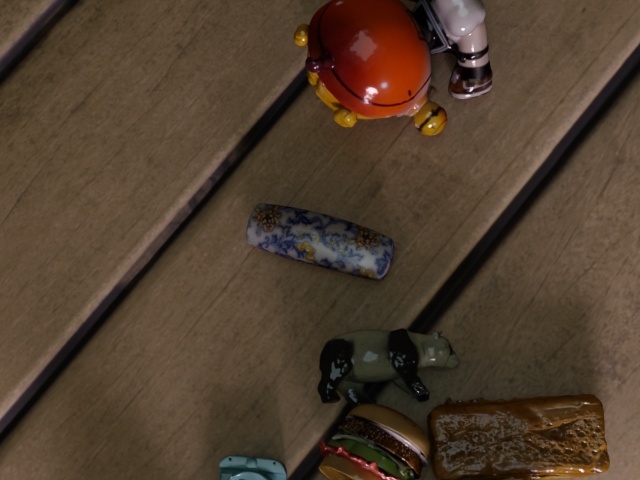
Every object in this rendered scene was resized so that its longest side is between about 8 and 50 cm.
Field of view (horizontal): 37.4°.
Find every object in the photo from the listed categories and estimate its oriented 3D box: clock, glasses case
[{"bbox_3d":[-0.112,0.414,1.484,0.108,0.045,0.147,3,72,8],"label":"clock"},{"bbox_3d":[0.000,0.000,1.566,0.248,0.065,0.087,14,76,9],"label":"glasses case"}]

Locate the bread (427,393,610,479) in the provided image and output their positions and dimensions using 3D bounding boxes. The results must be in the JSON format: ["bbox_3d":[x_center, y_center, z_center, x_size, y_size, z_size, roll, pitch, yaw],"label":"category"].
[{"bbox_3d":[0.302,0.302,1.462,0.271,0.077,0.139,-5,72,2],"label":"bread"}]

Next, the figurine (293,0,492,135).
[{"bbox_3d":[0.111,-0.319,1.566,0.323,0.196,0.320,-26,82,-12],"label":"figurine"}]

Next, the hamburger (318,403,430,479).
[{"bbox_3d":[0.090,0.324,1.439,0.175,0.175,0.137,29,69,11],"label":"hamburger"}]

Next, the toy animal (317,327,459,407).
[{"bbox_3d":[0.107,0.198,1.502,0.225,0.094,0.121,-7,67,5],"label":"toy animal"}]
